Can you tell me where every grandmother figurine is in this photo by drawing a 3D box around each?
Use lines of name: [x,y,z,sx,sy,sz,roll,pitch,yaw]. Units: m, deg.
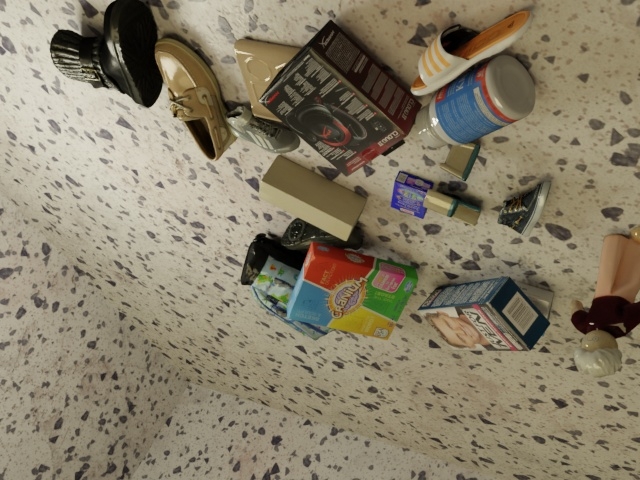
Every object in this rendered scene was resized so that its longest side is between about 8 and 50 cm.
grandmother figurine: [0.601,0.132,1.413,0.104,0.342,0.208,35,150,-11]

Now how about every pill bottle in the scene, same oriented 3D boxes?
pill bottle: [0.288,-0.255,1.309,0.124,0.124,0.221,41,148,-19]

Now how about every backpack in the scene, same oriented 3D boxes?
backpack: [-0.076,0.150,2.140,0.356,0.273,0.290,16,-179,-7]

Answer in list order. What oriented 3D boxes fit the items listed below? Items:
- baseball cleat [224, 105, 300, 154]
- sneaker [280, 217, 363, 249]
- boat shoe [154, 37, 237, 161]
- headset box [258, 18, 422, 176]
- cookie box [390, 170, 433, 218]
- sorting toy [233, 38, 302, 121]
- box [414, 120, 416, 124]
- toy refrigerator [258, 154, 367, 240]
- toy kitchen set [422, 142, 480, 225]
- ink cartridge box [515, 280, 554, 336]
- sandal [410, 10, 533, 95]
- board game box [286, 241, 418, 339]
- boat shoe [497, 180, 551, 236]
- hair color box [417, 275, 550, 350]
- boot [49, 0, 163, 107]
baseball cleat: [-0.152,-0.276,1.701,0.206,0.072,0.109,16,160,22]
sneaker: [0.000,0.000,1.983,0.286,0.109,0.130,-2,144,46]
boat shoe: [-0.316,-0.346,1.707,0.122,0.110,0.341,6,143,35]
headset box: [0.051,-0.280,1.440,0.293,0.110,0.218,39,144,-15]
cookie box: [0.223,-0.111,1.673,0.092,0.040,0.107,22,149,13]
sorting toy: [-0.093,-0.363,1.570,0.193,0.038,0.208,16,144,22]
box: [0.171,-0.279,1.480,0.083,0.018,0.067,38,150,-15]
toy refrigerator: [-0.023,-0.111,1.826,0.270,0.102,0.094,26,150,5]
toy kitchen set: [0.325,-0.129,1.539,0.122,0.166,0.207,24,-173,11]
ink cartridge box: [0.555,0.173,1.803,0.104,0.060,0.180,18,149,22]
sandal: [0.253,-0.356,1.221,0.076,0.102,0.265,43,139,-20]
board game box: [0.088,0.151,1.963,0.317,0.064,0.242,14,121,-13]
boat shoe: [0.446,-0.075,1.508,0.083,0.065,0.183,21,151,12]
hair color box: [0.427,0.205,1.833,0.174,0.105,0.347,48,159,-8]
boot: [-0.542,-0.482,1.673,0.260,0.131,0.348,25,151,8]
